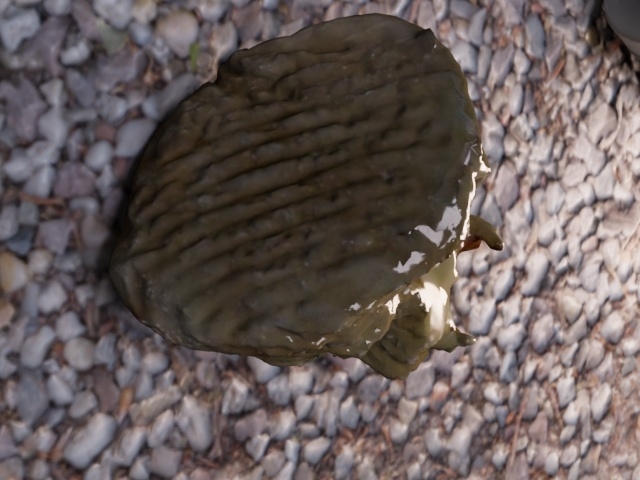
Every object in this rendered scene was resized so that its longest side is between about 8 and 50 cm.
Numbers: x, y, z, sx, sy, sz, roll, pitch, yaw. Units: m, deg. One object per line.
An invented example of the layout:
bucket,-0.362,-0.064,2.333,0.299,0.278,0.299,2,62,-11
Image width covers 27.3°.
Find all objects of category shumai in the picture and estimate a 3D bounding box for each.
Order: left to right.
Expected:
shumai,0.000,0.000,1.077,0.314,0.267,0.262,-31,150,-1

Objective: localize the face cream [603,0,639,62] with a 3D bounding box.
face cream,0.419,-0.229,1.332,0.187,0.201,0.201,37,74,-35
